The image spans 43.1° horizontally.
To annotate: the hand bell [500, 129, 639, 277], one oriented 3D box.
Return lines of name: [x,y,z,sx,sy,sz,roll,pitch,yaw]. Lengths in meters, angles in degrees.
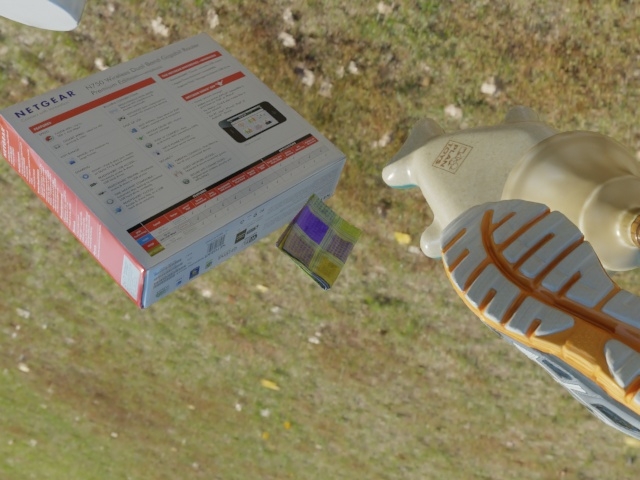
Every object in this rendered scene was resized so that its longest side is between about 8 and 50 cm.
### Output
hand bell: [0.216,-0.005,0.520,0.126,0.126,0.242,23,-175,-10]

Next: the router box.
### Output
router box: [-0.186,-0.111,1.059,0.301,0.335,0.082,44,143,20]

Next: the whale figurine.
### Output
whale figurine: [0.200,-0.060,0.975,0.272,0.216,0.141,29,173,48]

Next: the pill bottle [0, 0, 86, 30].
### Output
pill bottle: [-0.138,-0.194,0.420,0.086,0.152,0.086,14,174,2]

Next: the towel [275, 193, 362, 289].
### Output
towel: [0.000,0.000,0.691,0.060,0.083,0.009,40,134,-7]

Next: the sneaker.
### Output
sneaker: [0.154,0.054,0.489,0.215,0.084,0.083,44,168,35]
